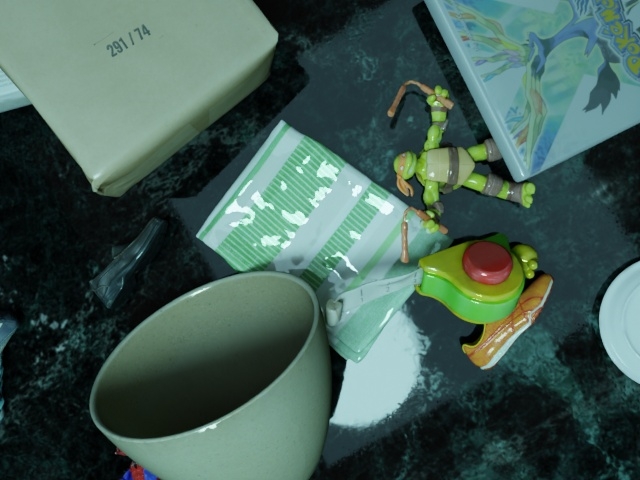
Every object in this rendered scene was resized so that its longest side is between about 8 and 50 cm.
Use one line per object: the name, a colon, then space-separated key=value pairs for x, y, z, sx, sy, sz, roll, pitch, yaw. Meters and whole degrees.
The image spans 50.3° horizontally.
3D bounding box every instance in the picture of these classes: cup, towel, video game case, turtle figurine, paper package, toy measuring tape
cup: x=-0.117 y=0.235 z=0.963 sx=0.331 sy=0.331 sz=0.237 roll=-19 pitch=117 yaw=7
towel: x=0.000 y=0.000 z=1.052 sx=0.325 sy=0.038 sz=0.248 roll=37 pitch=95 yaw=4
video game case: x=0.335 y=-0.292 z=0.962 sx=0.300 sy=0.036 sz=0.329 roll=-26 pitch=89 yaw=-7
turtle figurine: x=0.198 y=-0.095 z=0.998 sx=0.217 sy=0.087 sz=0.269 roll=3 pitch=80 yaw=-3
paper package: x=-0.271 y=-0.278 z=0.959 sx=0.325 sy=0.168 sz=0.309 roll=-39 pitch=93 yaw=-7
toy measuring tape: x=0.174 y=0.079 z=0.953 sx=0.330 sy=0.121 sz=0.121 roll=-18 pitch=91 yaw=-17

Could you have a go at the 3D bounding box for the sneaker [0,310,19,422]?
sneaker: x=-0.558 y=0.241 z=1.111 sx=0.122 sy=0.110 sz=0.283 roll=35 pitch=99 yaw=-14

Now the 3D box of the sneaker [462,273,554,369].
sneaker: x=0.279 y=0.112 z=1.013 sx=0.067 sy=0.064 sz=0.175 roll=42 pitch=94 yaw=13

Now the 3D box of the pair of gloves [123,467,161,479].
pair of gloves: x=-0.296 y=0.415 z=1.120 sx=0.074 sy=0.010 sz=0.083 roll=17 pitch=94 yaw=6

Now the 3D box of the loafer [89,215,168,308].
loafer: x=-0.306 y=0.026 z=1.079 sx=0.061 sy=0.062 sz=0.170 roll=37 pitch=95 yaw=8

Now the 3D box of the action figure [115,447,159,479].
action figure: x=-0.284 y=0.406 z=1.017 sx=0.091 sy=0.139 sz=0.280 roll=-27 pitch=55 yaw=25

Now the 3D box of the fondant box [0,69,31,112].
fondant box: x=-0.580 y=-0.363 z=1.074 sx=0.238 sy=0.096 sz=0.330 roll=-13 pitch=90 yaw=7

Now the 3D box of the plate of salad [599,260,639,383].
plate of salad: x=0.511 y=0.120 z=0.993 sx=0.200 sy=0.048 sz=0.200 roll=-1 pitch=84 yaw=14
